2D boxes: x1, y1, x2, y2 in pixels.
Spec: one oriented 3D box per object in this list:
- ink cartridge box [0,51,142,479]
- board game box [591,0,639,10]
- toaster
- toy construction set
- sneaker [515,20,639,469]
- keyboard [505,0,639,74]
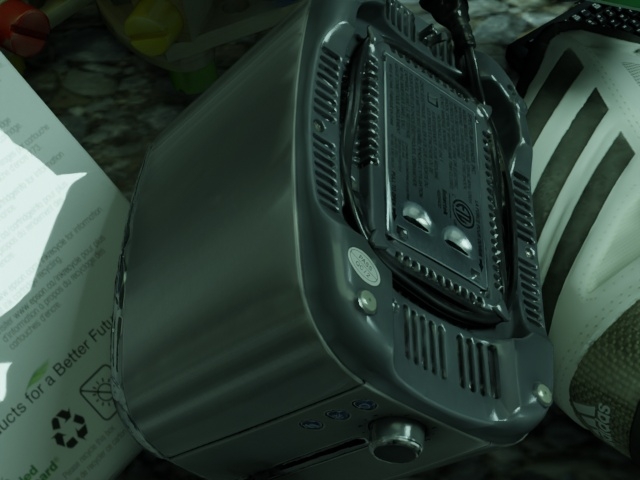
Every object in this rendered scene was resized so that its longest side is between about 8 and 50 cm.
[{"bbox_3d":[-0.210,-0.036,0.559,0.176,0.371,0.069,-46,13,-35],"label":"ink cartridge box"},{"bbox_3d":[0.026,-0.174,0.665,0.317,0.046,0.213,12,19,1],"label":"board game box"},{"bbox_3d":[0.000,0.000,0.560,0.146,0.129,0.227,-32,44,36],"label":"toaster"},{"bbox_3d":[-0.176,-0.122,0.772,0.215,0.151,0.328,29,42,31],"label":"toy construction set"},{"bbox_3d":[0.253,-0.071,0.640,0.447,0.169,0.257,-30,50,-21],"label":"sneaker"},{"bbox_3d":[0.191,-0.150,0.830,0.192,0.038,0.100,-31,48,-26],"label":"keyboard"}]
